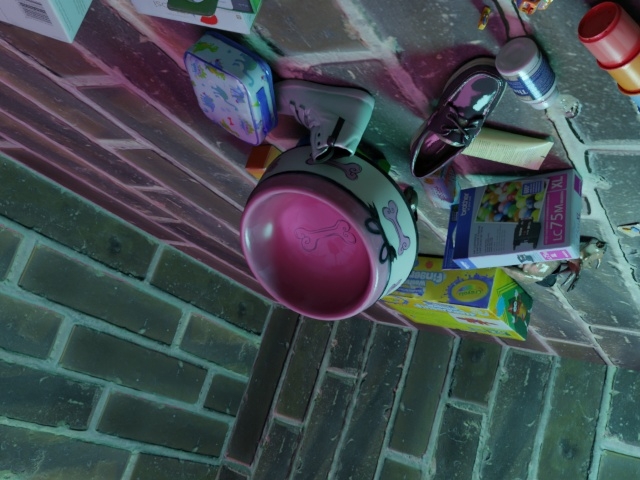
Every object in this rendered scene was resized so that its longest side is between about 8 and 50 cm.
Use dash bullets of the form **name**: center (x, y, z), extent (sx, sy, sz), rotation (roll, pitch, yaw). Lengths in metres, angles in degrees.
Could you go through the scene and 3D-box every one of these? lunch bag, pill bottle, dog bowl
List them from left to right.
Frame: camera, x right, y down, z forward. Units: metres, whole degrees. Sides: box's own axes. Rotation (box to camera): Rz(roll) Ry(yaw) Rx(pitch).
- **lunch bag**: center (-0.172, -0.300, 1.323), extent (0.176, 0.090, 0.219), rotation (32, 159, 20)
- **dog bowl**: center (0.000, 0.000, 1.447), extent (0.408, 0.150, 0.408), rotation (16, 127, 23)
- **pill bottle**: center (0.332, -0.260, 1.041), extent (0.067, 0.067, 0.120), rotation (3, 159, 43)

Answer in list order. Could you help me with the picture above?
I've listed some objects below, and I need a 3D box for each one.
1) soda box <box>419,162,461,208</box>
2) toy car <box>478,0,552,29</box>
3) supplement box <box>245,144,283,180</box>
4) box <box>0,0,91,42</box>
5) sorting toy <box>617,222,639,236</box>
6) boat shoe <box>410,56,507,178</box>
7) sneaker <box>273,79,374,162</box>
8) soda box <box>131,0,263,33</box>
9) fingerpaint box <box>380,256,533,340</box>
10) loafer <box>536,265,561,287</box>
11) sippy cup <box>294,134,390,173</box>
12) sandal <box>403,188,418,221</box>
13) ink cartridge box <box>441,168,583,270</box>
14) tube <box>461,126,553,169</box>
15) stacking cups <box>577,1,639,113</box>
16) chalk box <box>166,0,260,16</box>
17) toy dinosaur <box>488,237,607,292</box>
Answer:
- **soda box**: center (0.281, -0.136, 1.546), extent (0.063, 0.058, 0.183), rotation (10, 164, 25)
- **toy car**: center (0.277, -0.323, 0.934), extent (0.060, 0.041, 0.122), rotation (22, 164, -15)
- **supplement box**: center (-0.097, -0.174, 1.804), extent (0.078, 0.080, 0.233), rotation (6, 159, 40)
- **box**: center (-0.526, -0.471, 1.165), extent (0.182, 0.119, 0.181), rotation (18, 165, 0)
- **sorting toy**: center (0.745, -0.016, 1.533), extent (0.083, 0.012, 0.062), rotation (24, 163, -20)
- **boat shoe**: center (0.242, -0.207, 1.182), extent (0.102, 0.092, 0.285), rotation (22, 148, -12)
- **sneaker**: center (-0.028, -0.241, 1.351), extent (0.256, 0.151, 0.094), rotation (11, 165, 28)
- **soda box**: center (-0.212, -0.413, 1.102), extent (0.216, 0.074, 0.069), rotation (14, 164, 12)
- **fingerpaint box**: center (0.460, 0.192, 2.293), extent (0.444, 0.163, 0.371), rotation (5, 161, 39)
- **loafer**: center (0.642, 0.080, 1.862), extent (0.078, 0.076, 0.223), rotation (16, 163, 37)
- **sippy cup**: center (0.017, -0.133, 1.584), extent (0.224, 0.240, 0.305), rotation (29, 120, -1)
- **sandal**: center (0.240, -0.081, 1.783), extent (0.060, 0.090, 0.219), rotation (-3, 159, -8)
- **ink cartridge box**: center (0.399, -0.038, 1.422), extent (0.311, 0.186, 0.065), rotation (-10, 147, 40)
- **tube**: center (0.329, -0.193, 1.307), extent (0.240, 0.062, 0.070), rotation (14, -167, 6)
- **stacking cups**: center (0.482, -0.225, 0.959), extent (0.316, 0.096, 0.096), rotation (28, 162, -28)
- **chalk box**: center (-0.136, -0.388, 0.840), extent (0.132, 0.213, 0.132), rotation (15, 164, 10)
- **toy dinosaur**: center (0.575, 0.063, 1.726), extent (0.200, 0.127, 0.295), rotation (34, 150, -22)
